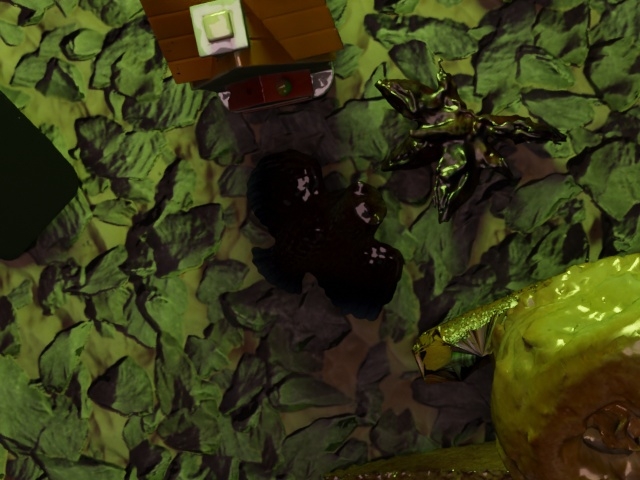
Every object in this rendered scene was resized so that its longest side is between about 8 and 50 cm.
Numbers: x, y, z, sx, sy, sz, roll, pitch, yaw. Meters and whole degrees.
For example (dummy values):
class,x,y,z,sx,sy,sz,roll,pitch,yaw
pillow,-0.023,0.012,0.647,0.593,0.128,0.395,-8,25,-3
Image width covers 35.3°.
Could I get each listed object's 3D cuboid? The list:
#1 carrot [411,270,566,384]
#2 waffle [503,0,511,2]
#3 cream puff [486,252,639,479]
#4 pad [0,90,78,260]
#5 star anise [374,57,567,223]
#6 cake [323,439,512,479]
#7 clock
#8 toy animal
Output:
class,x,y,z,sx,sy,sz,roll,pitch,yaw
carrot,0.212,0.093,1.122,0.228,0.069,0.069,-26,94,5
waffle,0.194,-0.359,1.084,0.183,0.036,0.169,45,100,0
cream puff,0.333,0.137,0.985,0.327,0.231,0.343,24,123,3
pad,-0.337,-0.161,1.131,0.323,0.055,0.250,-43,92,7
star anise,0.142,-0.103,1.107,0.212,0.053,0.157,30,96,-2
cake,0.138,0.299,1.131,0.295,0.113,0.116,-12,93,11
clock,-0.072,-0.248,0.976,0.166,0.309,0.235,-11,96,6
toy animal,0.004,-0.003,1.067,0.116,0.179,0.218,-39,93,-18
